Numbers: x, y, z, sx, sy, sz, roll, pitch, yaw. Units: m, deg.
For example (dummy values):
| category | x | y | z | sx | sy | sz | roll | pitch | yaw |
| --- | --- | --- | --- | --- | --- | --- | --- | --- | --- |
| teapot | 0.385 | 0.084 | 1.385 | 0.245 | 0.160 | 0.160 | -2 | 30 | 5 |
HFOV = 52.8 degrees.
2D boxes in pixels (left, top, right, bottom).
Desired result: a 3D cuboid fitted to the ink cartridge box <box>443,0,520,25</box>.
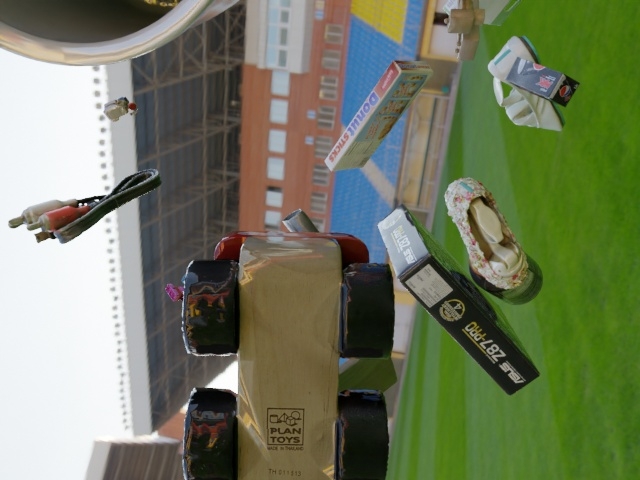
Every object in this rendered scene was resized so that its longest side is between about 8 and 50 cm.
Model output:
| category | x | y | z | sx | sy | sz | roll | pitch | yaw |
| --- | --- | --- | --- | --- | --- | --- | --- | --- | --- |
| ink cartridge box | 0.433 | -0.624 | 1.609 | 0.235 | 0.056 | 0.171 | -18 | -26 | -46 |

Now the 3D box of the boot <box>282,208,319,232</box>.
| category | x | y | z | sx | sy | sz | roll | pitch | yaw |
| --- | --- | --- | --- | --- | --- | --- | --- | --- | --- |
| boot | -0.001 | 0.001 | 1.832 | 0.076 | 0.190 | 0.208 | -37 | -76 | -37 |

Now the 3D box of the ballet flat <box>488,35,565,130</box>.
| category | x | y | z | sx | sy | sz | roll | pitch | yaw |
| --- | --- | --- | --- | --- | --- | --- | --- | --- | --- |
| ballet flat | 0.532 | -0.383 | 1.692 | 0.400 | 0.139 | 0.139 | 34 | -117 | -53 |

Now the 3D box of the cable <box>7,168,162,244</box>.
| category | x | y | z | sx | sy | sz | roll | pitch | yaw |
| --- | --- | --- | --- | --- | --- | --- | --- | --- | --- |
| cable | -0.392 | -0.073 | 1.130 | 0.287 | 0.140 | 0.072 | -36 | -60 | -34 |

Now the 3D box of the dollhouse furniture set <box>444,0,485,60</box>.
| category | x | y | z | sx | sy | sz | roll | pitch | yaw |
| --- | --- | --- | --- | --- | --- | --- | --- | --- | --- |
| dollhouse furniture set | 0.176 | -0.370 | 0.945 | 0.151 | 0.123 | 0.144 | 84 | -170 | -70 |

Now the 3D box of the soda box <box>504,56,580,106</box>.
| category | x | y | z | sx | sy | sz | roll | pitch | yaw |
| --- | --- | --- | --- | --- | --- | --- | --- | --- | --- |
| soda box | 0.471 | -0.341 | 1.379 | 0.060 | 0.053 | 0.169 | -63 | 29 | 17 |

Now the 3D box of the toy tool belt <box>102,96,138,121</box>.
| category | x | y | z | sx | sy | sz | roll | pitch | yaw |
| --- | --- | --- | --- | --- | --- | --- | --- | --- | --- |
| toy tool belt | -0.480 | -0.325 | 1.552 | 0.051 | 0.083 | 0.052 | -99 | -13 | -44 |

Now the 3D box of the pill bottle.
| category | x | y | z | sx | sy | sz | roll | pitch | yaw |
| --- | --- | --- | --- | --- | --- | --- | --- | --- | --- |
| pill bottle | 0.433 | 0.069 | 1.524 | 0.246 | 0.131 | 0.130 | 27 | -110 | -54 |

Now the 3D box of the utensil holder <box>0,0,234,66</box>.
| category | x | y | z | sx | sy | sz | roll | pitch | yaw |
| --- | --- | --- | --- | --- | --- | --- | --- | --- | --- |
| utensil holder | -0.210 | -0.380 | 0.691 | 0.385 | 0.328 | 0.327 | -85 | 1 | -66 |

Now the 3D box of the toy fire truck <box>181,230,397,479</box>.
| category | x | y | z | sx | sy | sz | roll | pitch | yaw |
| --- | --- | --- | --- | --- | --- | --- | --- | --- | --- |
| toy fire truck | -0.002 | 0.095 | 0.479 | 0.246 | 0.159 | 0.216 | -104 | 15 | -81 |

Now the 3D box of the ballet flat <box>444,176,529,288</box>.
| category | x | y | z | sx | sy | sz | roll | pitch | yaw |
| --- | --- | --- | --- | --- | --- | --- | --- | --- | --- |
| ballet flat | 0.281 | 0.001 | 1.056 | 0.091 | 0.241 | 0.077 | -40 | 24 | -2 |

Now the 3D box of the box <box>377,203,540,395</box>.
| category | x | y | z | sx | sy | sz | roll | pitch | yaw |
| --- | --- | --- | --- | --- | --- | --- | --- | --- | --- |
| box | 0.304 | 0.122 | 1.462 | 0.097 | 0.395 | 0.318 | -40 | 20 | 15 |

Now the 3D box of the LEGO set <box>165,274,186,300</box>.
| category | x | y | z | sx | sy | sz | roll | pitch | yaw |
| --- | --- | --- | --- | --- | --- | --- | --- | --- | --- |
| LEGO set | -0.276 | 0.158 | 1.580 | 0.093 | 0.227 | 0.087 | 7 | -60 | -47 |

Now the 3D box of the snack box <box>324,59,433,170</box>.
| category | x | y | z | sx | sy | sz | roll | pitch | yaw |
| --- | --- | --- | --- | --- | --- | --- | --- | --- | --- |
| snack box | 0.073 | -0.158 | 0.841 | 0.064 | 0.022 | 0.178 | -11 | -30 | -41 |
